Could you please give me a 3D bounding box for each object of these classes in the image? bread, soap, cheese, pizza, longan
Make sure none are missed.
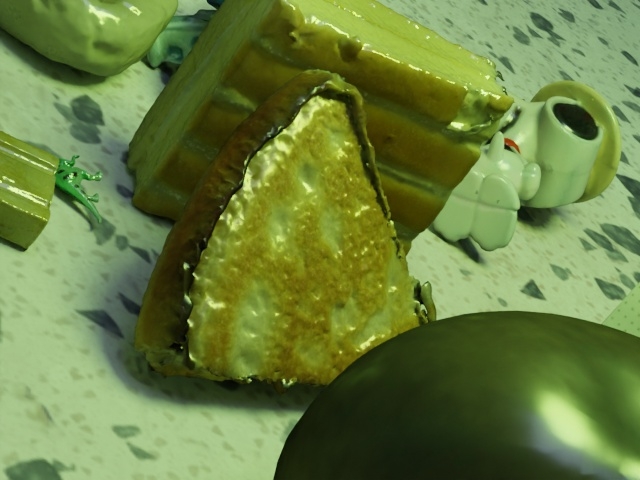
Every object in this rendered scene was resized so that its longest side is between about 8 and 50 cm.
[{"bbox_3d":[0.002,-0.089,1.311,0.246,0.239,0.111,25,33,-23],"label":"bread"},{"bbox_3d":[-0.315,-0.076,1.152,0.252,0.037,0.092,24,29,-20],"label":"soap"},{"bbox_3d":[-0.248,-0.253,1.434,0.263,0.093,0.159,44,32,18],"label":"cheese"},{"bbox_3d":[0.000,0.000,1.207,0.287,0.251,0.074,16,-3,-42],"label":"pizza"},{"bbox_3d":[0.143,0.178,1.001,0.350,0.288,0.288,12,31,-3],"label":"longan"}]

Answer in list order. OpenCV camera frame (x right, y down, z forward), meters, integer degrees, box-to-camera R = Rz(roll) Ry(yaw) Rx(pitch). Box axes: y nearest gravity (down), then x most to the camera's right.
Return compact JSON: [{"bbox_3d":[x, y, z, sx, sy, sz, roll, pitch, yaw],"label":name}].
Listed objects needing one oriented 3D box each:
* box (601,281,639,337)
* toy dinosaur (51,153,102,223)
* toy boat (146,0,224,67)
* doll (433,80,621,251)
[{"bbox_3d":[0.411,0.128,1.511,0.210,0.095,0.330,46,17,22],"label":"box"},{"bbox_3d":[-0.203,-0.047,1.248,0.062,0.021,0.083,13,31,-24],"label":"toy dinosaur"},{"bbox_3d":[-0.090,-0.205,1.534,0.115,0.114,0.262,8,25,16],"label":"toy boat"},{"bbox_3d":[0.215,-0.071,1.647,0.208,0.144,0.271,10,29,-4],"label":"doll"}]
